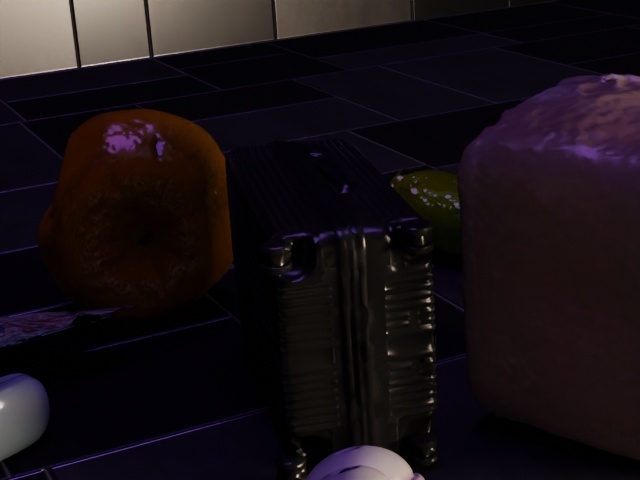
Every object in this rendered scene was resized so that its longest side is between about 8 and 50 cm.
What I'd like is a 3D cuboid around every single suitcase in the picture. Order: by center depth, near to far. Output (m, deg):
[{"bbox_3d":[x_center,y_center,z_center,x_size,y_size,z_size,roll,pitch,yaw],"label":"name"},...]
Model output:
[{"bbox_3d":[-0.003,0.046,1.160,0.152,0.230,0.335,-7,20,-10],"label":"suitcase"}]

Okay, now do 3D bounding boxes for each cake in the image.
[{"bbox_3d":[0.277,0.018,1.089,0.230,0.309,0.237,9,26,38],"label":"cake"}]

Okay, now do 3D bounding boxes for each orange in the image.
[{"bbox_3d":[-0.205,-0.033,1.424,0.248,0.249,0.183,-9,26,-15],"label":"orange"}]

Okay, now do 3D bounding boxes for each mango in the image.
[{"bbox_3d":[0.159,-0.031,1.552,0.119,0.100,0.178,-9,23,-36],"label":"mango"}]

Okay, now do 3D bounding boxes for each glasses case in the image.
[{"bbox_3d":[-0.321,0.174,1.096,0.045,0.067,0.178,13,25,42],"label":"glasses case"}]

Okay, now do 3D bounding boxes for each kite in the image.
[{"bbox_3d":[-0.384,0.114,1.255,0.405,0.014,0.368,-17,11,-22],"label":"kite"}]

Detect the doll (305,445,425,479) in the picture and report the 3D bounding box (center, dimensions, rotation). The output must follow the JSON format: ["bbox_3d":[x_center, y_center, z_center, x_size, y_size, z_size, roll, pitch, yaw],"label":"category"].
[{"bbox_3d":[-0.062,0.212,0.880,0.365,0.094,0.160,-10,-9,0],"label":"doll"}]
